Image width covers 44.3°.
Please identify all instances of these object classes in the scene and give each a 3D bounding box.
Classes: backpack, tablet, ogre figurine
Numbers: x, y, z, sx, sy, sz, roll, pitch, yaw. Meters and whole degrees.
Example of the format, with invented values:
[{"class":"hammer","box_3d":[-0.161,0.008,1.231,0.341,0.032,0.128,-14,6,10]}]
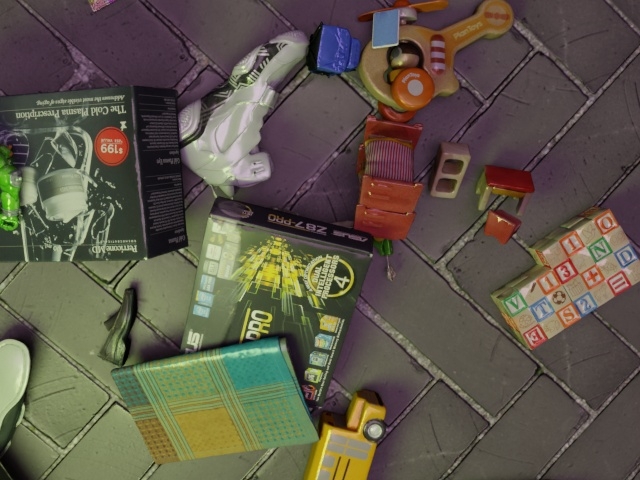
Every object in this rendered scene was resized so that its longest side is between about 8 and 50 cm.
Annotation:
[{"class":"backpack","box_3d":[0.022,-0.374,1.584,0.101,0.120,0.098,13,93,-16]},{"class":"tablet","box_3d":[0.130,-0.419,1.557,0.054,0.006,0.083,-3,69,19]},{"class":"ogre figurine","box_3d":[-0.599,-0.118,1.396,0.118,0.097,0.197,-47,70,30]}]

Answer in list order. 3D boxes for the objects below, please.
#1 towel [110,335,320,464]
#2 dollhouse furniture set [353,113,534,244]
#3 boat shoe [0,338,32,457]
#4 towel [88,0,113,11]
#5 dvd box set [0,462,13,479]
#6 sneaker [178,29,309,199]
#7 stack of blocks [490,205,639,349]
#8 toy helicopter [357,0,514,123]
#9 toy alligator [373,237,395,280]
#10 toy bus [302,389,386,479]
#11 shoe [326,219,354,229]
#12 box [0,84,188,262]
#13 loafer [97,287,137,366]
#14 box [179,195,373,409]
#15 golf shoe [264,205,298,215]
[{"class":"towel","box_3d":[-0.211,0.333,1.613,0.370,0.040,0.271,-11,118,10]},{"class":"dollhouse furniture set","box_3d":[0.255,-0.109,1.567,0.374,0.201,0.152,8,135,-5]},{"class":"boat shoe","box_3d":[-0.668,0.336,1.626,0.114,0.091,0.302,28,96,3]},{"class":"towel","box_3d":[-0.437,-0.506,1.587,0.083,0.009,0.060,-29,97,-1]},{"class":"dvd box set","box_3d":[-0.830,0.531,1.596,0.420,0.062,0.307,-30,98,15]},{"class":"sneaker","box_3d":[-0.129,-0.243,1.582,0.366,0.137,0.210,-39,99,6]},{"class":"stack of blocks","box_3d":[0.520,0.078,1.690,0.297,0.087,0.171,-33,98,0]},{"class":"toy helicopter","box_3d":[0.234,-0.412,1.611,0.355,0.140,0.235,-29,89,-11]},{"class":"toy alligator","box_3d":[0.128,-0.009,1.670,0.051,0.056,0.189,2,99,36]},{"class":"toy bus","box_3d":[0.041,0.486,1.691,0.130,0.108,0.332,15,96,-4]},{"class":"shoe","box_3d":[0.000,0.000,1.641,0.219,0.058,0.076,-15,99,-11]},{"class":"box","box_3d":[-0.450,-0.124,1.494,0.343,0.179,0.312,-2,98,17]},{"class":"loafer","box_3d":[-0.424,0.178,1.643,0.061,0.062,0.170,13,94,-1]},{"class":"box","box_3d":[-0.098,0.132,1.570,0.318,0.097,0.395,16,118,-3]},{"class":"golf shoe","box_3d":[-0.130,-0.024,1.646,0.176,0.069,0.086,-3,107,4]}]
